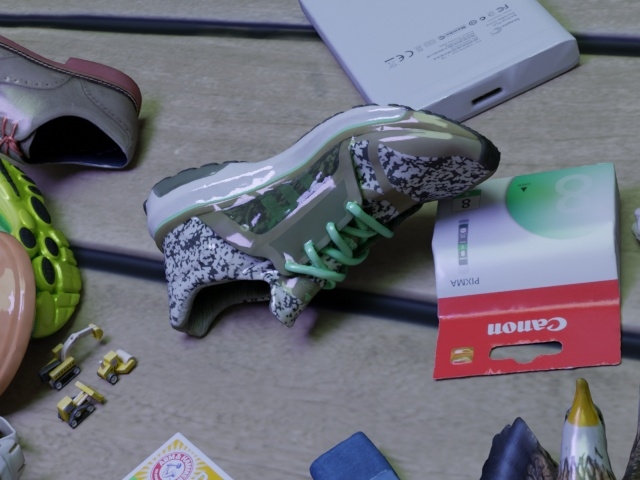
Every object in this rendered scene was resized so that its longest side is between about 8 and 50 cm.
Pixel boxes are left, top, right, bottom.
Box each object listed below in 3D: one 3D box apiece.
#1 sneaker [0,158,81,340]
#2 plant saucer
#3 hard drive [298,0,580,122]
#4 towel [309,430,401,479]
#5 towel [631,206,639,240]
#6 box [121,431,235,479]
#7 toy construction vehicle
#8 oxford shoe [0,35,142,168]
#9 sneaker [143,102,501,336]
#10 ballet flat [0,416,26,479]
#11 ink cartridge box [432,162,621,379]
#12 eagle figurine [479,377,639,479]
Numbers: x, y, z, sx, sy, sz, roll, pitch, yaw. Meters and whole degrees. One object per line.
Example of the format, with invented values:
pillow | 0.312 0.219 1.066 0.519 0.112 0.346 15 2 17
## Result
sneaker | -0.358 0.022 1.566 0.123 0.109 0.295 -47 42 15
plant saucer | -0.372 0.083 1.449 0.200 0.037 0.200 -17 65 40
hard drive | 0.131 -0.263 1.673 0.233 0.047 0.353 -26 40 -3
towel | 0.040 0.222 1.192 0.067 0.029 0.119 -29 41 -8
towel | 0.423 0.012 1.230 0.187 0.049 0.282 -30 41 -8
box | -0.088 0.269 1.141 0.114 0.103 0.203 -40 43 -19
toy construction vehicle | -0.247 0.135 1.419 0.098 0.035 0.086 -41 43 -21
oxford shoe | -0.384 -0.164 1.649 0.348 0.123 0.130 6 44 -15
sneaker | 0.000 0.000 1.376 0.410 0.158 0.182 -18 59 31
ballet flat | -0.321 0.205 1.324 0.067 0.073 0.206 -23 24 -14
ink cartridge box | 0.196 0.026 1.320 0.181 0.056 0.225 -7 41 19
eagle figurine | 0.203 0.206 1.003 0.226 0.298 0.225 29 99 17
